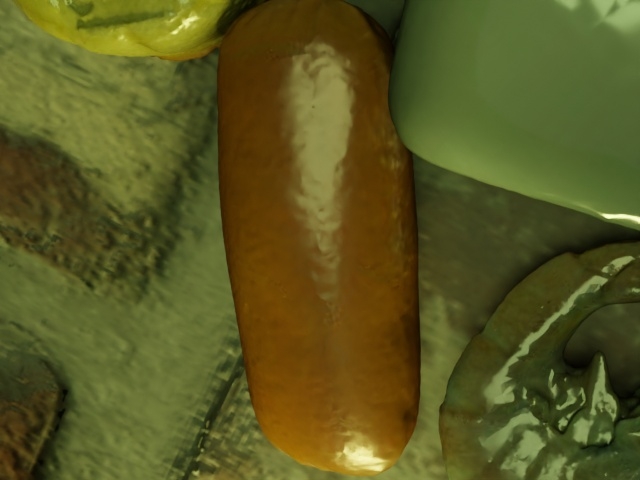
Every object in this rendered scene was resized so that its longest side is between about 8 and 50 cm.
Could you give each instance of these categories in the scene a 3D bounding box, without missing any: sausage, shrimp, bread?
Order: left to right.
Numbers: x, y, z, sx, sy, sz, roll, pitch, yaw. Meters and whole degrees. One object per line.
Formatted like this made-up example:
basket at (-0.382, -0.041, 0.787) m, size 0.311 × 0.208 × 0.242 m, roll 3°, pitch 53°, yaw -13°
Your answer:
bread at (-0.097, -0.151, 0.460) m, size 0.156 × 0.086 × 0.125 m, roll 44°, pitch 112°, yaw 2°
sausage at (0.000, 0.000, 0.468) m, size 0.098 × 0.098 × 0.238 m, roll -2°, pitch 108°, yaw 12°
shrimp at (0.168, 0.057, 0.467) m, size 0.254 × 0.059 × 0.145 m, roll -40°, pitch 82°, yaw 21°

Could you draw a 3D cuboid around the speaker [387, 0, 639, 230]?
speaker at (0.233, -0.079, 0.361) m, size 0.406 × 0.183 × 0.184 m, roll 18°, pitch 110°, yaw 7°
